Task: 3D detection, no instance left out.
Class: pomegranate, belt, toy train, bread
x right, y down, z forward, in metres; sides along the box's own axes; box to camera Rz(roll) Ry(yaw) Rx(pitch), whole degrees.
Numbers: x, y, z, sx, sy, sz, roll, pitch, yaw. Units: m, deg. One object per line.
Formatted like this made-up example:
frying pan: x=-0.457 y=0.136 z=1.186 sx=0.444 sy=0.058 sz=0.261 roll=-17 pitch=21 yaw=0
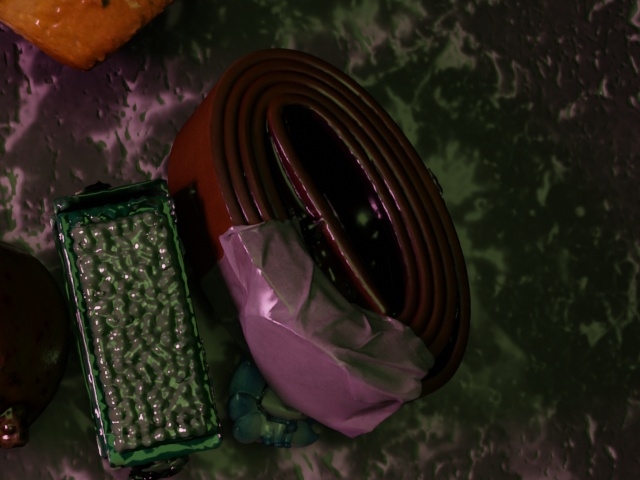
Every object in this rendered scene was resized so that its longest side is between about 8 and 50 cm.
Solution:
pomegranate: x=-0.305 y=0.068 z=1.321 sx=0.198 sy=0.198 sz=0.246 roll=4 pitch=42 yaw=-10
belt: x=0.000 y=0.000 z=1.377 sx=0.217 sy=0.122 sz=0.338 roll=-18 pitch=76 yaw=-33
toy train: x=-0.157 y=0.072 z=1.354 sx=0.115 sy=0.154 sz=0.269 roll=-10 pitch=82 yaw=-15
bread: x=-0.178 y=-0.255 z=1.358 sx=0.268 sy=0.268 sz=0.145 roll=-45 pitch=105 yaw=-15

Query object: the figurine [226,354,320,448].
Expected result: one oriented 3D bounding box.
figurine: x=-0.040 y=0.132 z=1.404 sx=0.114 sy=0.079 sz=0.114 roll=0 pitch=90 yaw=-36
